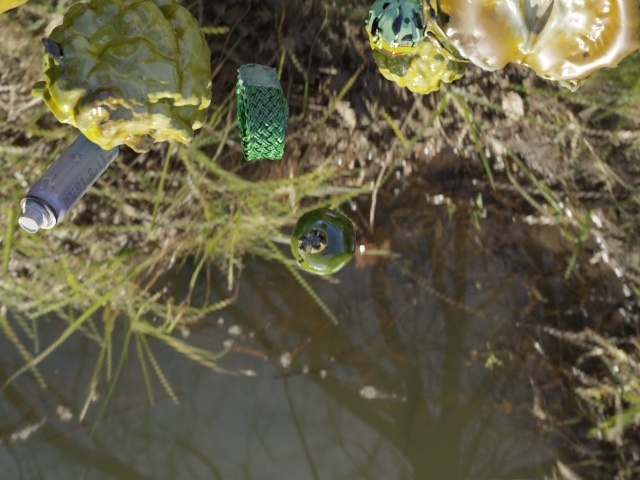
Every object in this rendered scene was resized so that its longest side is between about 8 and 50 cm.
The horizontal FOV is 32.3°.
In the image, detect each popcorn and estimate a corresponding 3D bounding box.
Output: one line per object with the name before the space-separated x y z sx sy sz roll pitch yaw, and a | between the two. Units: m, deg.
popcorn | 0.179 -0.397 1.854 0.174 0.225 0.286 14 83 14
popcorn | -0.192 -0.163 1.070 0.174 0.142 0.173 0 96 3

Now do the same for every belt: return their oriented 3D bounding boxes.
belt | -0.082 -0.195 1.677 0.079 0.151 0.121 -5 158 -12

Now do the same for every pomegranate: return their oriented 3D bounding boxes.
pomegranate | 0.000 0.000 1.822 0.115 0.142 0.114 -1 87 13

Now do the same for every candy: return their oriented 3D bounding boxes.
candy | 0.136 -0.400 1.600 0.091 0.083 0.305 29 134 14

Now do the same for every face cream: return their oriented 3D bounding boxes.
face cream | -0.430 -0.100 1.869 0.075 0.229 0.075 16 137 16

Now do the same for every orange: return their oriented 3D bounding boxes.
orange | 0.156 -0.187 0.804 0.160 0.112 0.170 -16 143 28

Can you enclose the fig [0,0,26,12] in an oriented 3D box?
fig | -0.386 -0.387 1.432 0.257 0.159 0.159 -18 114 14
